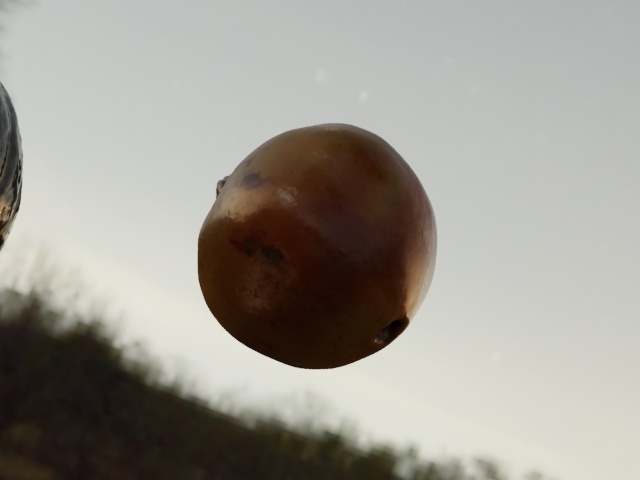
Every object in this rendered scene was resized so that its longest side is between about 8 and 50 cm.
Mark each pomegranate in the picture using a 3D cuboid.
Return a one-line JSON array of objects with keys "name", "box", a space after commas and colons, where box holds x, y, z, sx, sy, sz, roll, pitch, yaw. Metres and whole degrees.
[{"name": "pomegranate", "box": [0.004, 0.005, 1.662, 0.209, 0.209, 0.209, 20, -8, 3]}]

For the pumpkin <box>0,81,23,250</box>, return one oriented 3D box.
[{"name": "pumpkin", "box": [-0.301, -0.081, 1.249, 0.248, 0.248, 0.248, 20, -8, 3]}]
